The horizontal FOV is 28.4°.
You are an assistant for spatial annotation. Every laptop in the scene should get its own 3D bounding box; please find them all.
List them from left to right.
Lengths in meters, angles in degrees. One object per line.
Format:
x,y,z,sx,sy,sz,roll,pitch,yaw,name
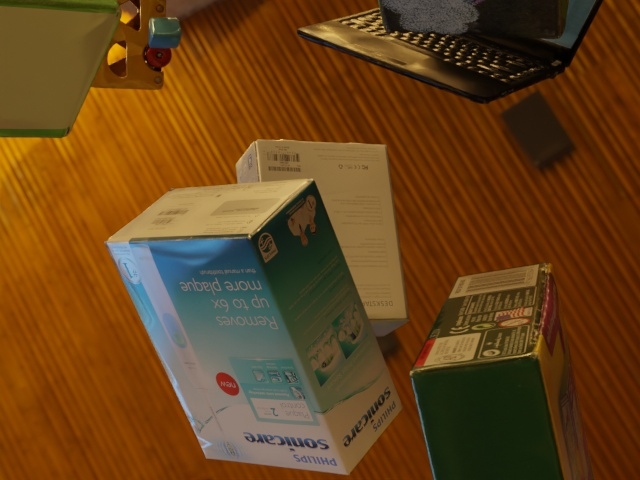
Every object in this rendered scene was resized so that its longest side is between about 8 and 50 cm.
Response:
0.151,-0.263,1.320,0.264,0.234,0.137,-25,-49,-48,laptop

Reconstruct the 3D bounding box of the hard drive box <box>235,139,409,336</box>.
0.000,0.000,1.569,0.181,0.232,0.089,1,-18,-21,hard drive box

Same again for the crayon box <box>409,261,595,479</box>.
0.174,0.208,1.080,0.106,0.313,0.363,-10,7,13,crayon box

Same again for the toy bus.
-0.214,-0.256,1.351,0.104,0.202,0.191,0,-33,-15,toy bus

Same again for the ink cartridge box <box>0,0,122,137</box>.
-0.271,-0.196,0.785,0.198,0.273,0.115,-3,-40,-36,ink cartridge box

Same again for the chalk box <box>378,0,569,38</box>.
0.136,-0.341,1.126,0.180,0.179,0.289,5,-30,14,chalk box

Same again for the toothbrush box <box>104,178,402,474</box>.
-0.069,0.094,1.370,0.216,0.296,0.126,-1,31,39,toothbrush box
